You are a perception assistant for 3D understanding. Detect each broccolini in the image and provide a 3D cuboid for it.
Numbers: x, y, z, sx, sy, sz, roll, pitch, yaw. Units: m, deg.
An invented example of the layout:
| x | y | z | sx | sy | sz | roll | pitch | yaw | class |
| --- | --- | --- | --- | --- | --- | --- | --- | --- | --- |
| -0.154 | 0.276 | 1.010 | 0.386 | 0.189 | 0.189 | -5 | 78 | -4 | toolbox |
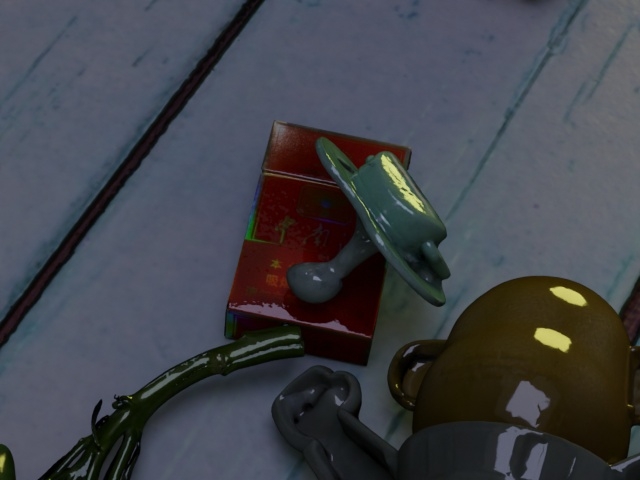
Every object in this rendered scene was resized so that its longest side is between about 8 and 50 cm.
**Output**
| x | y | z | sx | sy | sz | roll | pitch | yaw | class |
| --- | --- | --- | --- | --- | --- | --- | --- | --- | --- |
| -0.104 | 0.151 | 1.148 | 0.271 | 0.062 | 0.123 | -36 | 72 | -18 | broccolini |

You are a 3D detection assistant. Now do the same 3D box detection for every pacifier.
| x | y | z | sx | sy | sz | roll | pitch | yaw | class |
| --- | --- | --- | --- | --- | --- | --- | --- | --- | --- |
| 0.028 | 0.002 | 1.198 | 0.116 | 0.127 | 0.150 | -41 | 68 | 12 | pacifier |

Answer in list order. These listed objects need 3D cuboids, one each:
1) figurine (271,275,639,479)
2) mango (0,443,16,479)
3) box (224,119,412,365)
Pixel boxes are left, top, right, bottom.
| x | y | z | sx | sy | sz | roll | pitch | yaw | class |
| --- | --- | --- | --- | --- | --- | --- | --- | --- | --- |
| 0.130 | 0.151 | 1.116 | 0.342 | 0.167 | 0.285 | 11 | 59 | 2 | figurine |
| -0.269 | 0.234 | 1.054 | 0.091 | 0.137 | 0.237 | 45 | 50 | -30 | mango |
| 0.000 | -0.001 | 1.269 | 0.112 | 0.048 | 0.175 | 10 | 58 | 2 | box |
